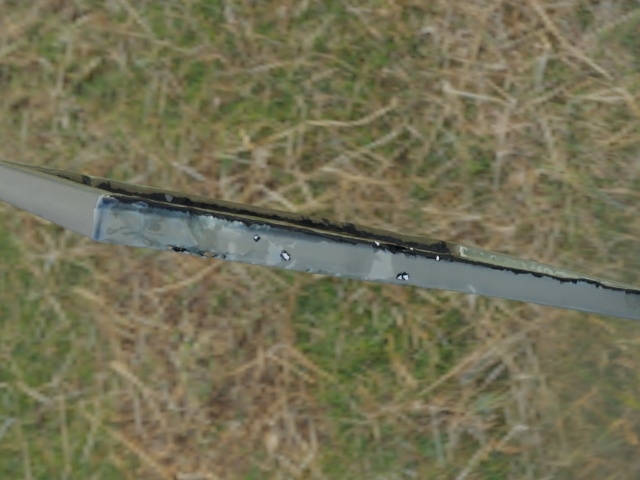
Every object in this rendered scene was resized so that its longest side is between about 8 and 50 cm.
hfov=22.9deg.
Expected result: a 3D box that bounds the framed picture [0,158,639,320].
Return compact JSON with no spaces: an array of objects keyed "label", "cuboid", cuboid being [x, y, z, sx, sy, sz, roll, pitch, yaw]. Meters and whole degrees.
[{"label":"framed picture","cuboid":[0.000,0.000,0.841,0.247,0.335,0.022,16,95,62]}]
